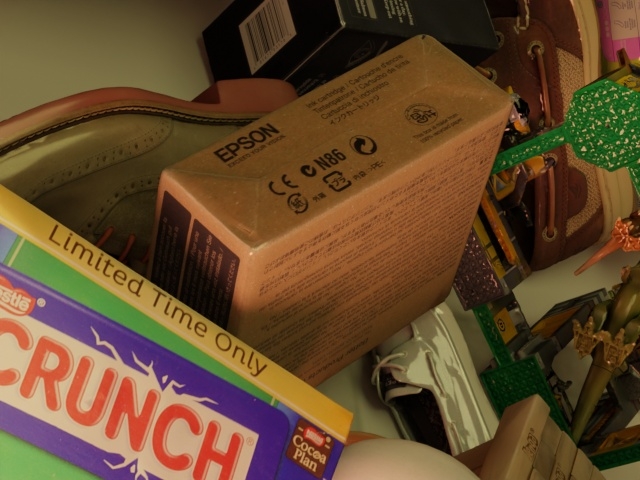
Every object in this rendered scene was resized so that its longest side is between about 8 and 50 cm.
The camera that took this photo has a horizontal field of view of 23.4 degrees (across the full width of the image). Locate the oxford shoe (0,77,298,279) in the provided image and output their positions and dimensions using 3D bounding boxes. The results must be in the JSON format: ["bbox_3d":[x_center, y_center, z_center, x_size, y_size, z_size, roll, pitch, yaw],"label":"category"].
[{"bbox_3d":[-0.120,-0.021,0.997,0.348,0.123,0.130,-15,78,-43],"label":"oxford shoe"}]

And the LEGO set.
[{"bbox_3d":[0.225,0.017,1.144,0.331,0.255,0.192,58,33,1],"label":"LEGO set"}]

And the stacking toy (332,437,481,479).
[{"bbox_3d":[0.180,0.291,0.882,0.480,0.350,0.350,46,42,8],"label":"stacking toy"}]

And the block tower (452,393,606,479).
[{"bbox_3d":[0.203,0.262,1.041,0.335,0.097,0.091,50,35,-15],"label":"block tower"}]

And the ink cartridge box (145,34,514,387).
[{"bbox_3d":[0.000,0.000,0.986,0.088,0.193,0.234,41,50,23],"label":"ink cartridge box"}]

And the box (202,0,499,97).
[{"bbox_3d":[0.021,-0.152,1.175,0.158,0.156,0.093,2,64,-39],"label":"box"}]

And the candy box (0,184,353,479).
[{"bbox_3d":[-0.157,0.166,0.789,0.268,0.122,0.317,33,54,-17],"label":"candy box"}]

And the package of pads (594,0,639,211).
[{"bbox_3d":[0.324,-0.160,1.365,0.229,0.101,0.297,-18,101,-57],"label":"package of pads"}]

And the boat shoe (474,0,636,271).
[{"bbox_3d":[0.149,-0.136,1.249,0.123,0.123,0.342,-27,110,-22],"label":"boat shoe"}]

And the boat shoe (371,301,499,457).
[{"bbox_3d":[0.069,0.102,1.110,0.063,0.066,0.184,-16,81,-46],"label":"boat shoe"}]

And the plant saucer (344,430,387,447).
[{"bbox_3d":[0.034,0.222,1.005,0.200,0.037,0.200,22,49,-28],"label":"plant saucer"}]
